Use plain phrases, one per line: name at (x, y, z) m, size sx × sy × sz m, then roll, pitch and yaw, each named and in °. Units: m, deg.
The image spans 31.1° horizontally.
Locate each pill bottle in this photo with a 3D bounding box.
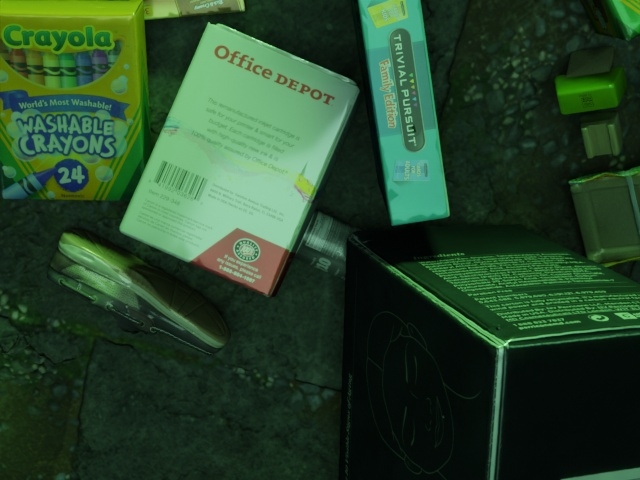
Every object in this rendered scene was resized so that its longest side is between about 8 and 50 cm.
pill bottle at (0.000, 0.000, 1.658) m, size 0.137 × 0.078 × 0.078 m, roll 24°, pitch 103°, yaw -6°

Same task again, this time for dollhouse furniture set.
dollhouse furniture set at (0.457, -0.128, 1.636) m, size 0.197 × 0.151 × 0.302 m, roll -6°, pitch 123°, yaw 22°

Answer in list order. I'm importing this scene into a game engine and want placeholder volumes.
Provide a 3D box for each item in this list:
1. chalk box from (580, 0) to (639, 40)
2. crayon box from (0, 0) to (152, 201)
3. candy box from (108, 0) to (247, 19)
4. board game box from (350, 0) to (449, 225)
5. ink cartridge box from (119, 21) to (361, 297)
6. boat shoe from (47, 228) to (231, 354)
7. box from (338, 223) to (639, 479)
chalk box at (0.394, -0.432, 1.498) m, size 0.180 × 0.179 × 0.289 m, roll -29°, pitch 103°, yaw 6°
crayon box at (-0.341, -0.214, 1.568) m, size 0.203 × 0.083 × 0.323 m, roll 1°, pitch 116°, yaw 0°
candy box at (-0.198, -0.361, 1.579) m, size 0.186 × 0.053 × 0.109 m, roll -4°, pitch 106°, yaw 2°
board game box at (0.098, -0.214, 1.514) m, size 0.079 × 0.254 × 0.336 m, roll -9°, pitch 104°, yaw 1°
ink cartridge box at (-0.103, -0.104, 1.559) m, size 0.226 × 0.131 × 0.306 m, roll 25°, pitch 88°, yaw 4°
boat shoe at (-0.266, 0.089, 1.673) m, size 0.285 × 0.103 × 0.092 m, roll 32°, pitch 107°, yaw -4°
box at (0.232, 0.266, 1.495) m, size 0.297 × 0.472 × 0.480 m, roll -4°, pitch 106°, yaw -20°
